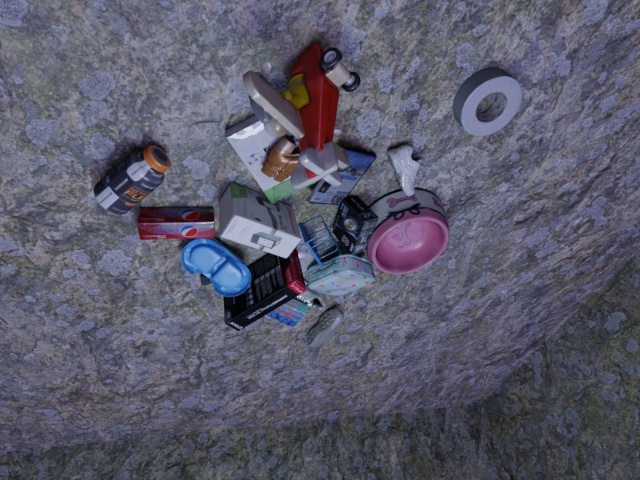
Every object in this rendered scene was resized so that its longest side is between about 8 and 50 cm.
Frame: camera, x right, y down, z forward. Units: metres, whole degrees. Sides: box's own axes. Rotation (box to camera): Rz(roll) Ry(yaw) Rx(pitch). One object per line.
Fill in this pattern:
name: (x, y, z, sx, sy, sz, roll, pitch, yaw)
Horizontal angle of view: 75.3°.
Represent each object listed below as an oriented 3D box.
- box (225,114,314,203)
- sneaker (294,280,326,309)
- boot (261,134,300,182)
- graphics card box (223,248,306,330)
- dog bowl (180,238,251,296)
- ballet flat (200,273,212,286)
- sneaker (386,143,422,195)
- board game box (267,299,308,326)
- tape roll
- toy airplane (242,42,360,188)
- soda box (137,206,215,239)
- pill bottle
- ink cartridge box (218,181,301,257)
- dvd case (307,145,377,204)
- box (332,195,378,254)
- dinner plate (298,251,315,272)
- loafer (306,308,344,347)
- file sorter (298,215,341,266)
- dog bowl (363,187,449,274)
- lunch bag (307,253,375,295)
box: (-0.144, -0.293, 1.427, 0.232, 0.059, 0.322, -24, 134, 8)
sneaker: (-0.092, 0.245, 1.926, 0.291, 0.118, 0.110, 18, 128, -28)
boot: (-0.089, -0.248, 1.398, 0.197, 0.073, 0.152, 29, 119, -23)
graphics card box: (-0.244, 0.193, 1.747, 0.370, 0.233, 0.094, -32, 135, 14)
dog bowl: (-0.412, 0.098, 1.661, 0.297, 0.074, 0.166, 41, 101, -21)
ballet flat: (-0.418, 0.140, 1.765, 0.203, 0.074, 0.074, -16, 136, 6)
sneaker: (0.338, -0.264, 1.572, 0.115, 0.090, 0.232, -27, 136, 6)
board game box: (-0.164, 0.327, 1.947, 0.160, 0.047, 0.210, 26, 146, -6)
tape roll: (0.578, -0.477, 1.442, 0.218, 0.072, 0.219, -9, 135, -9)
toy airplane: (-0.051, -0.327, 1.189, 0.272, 0.384, 0.387, 0, 122, 32)
soda box: (-0.521, -0.063, 1.516, 0.262, 0.092, 0.084, -2, 135, -14)
pill bottle: (-0.597, -0.200, 1.334, 0.245, 0.131, 0.130, -34, 133, 17)
ink cartridge box: (-0.223, -0.072, 1.518, 0.272, 0.199, 0.115, 20, 124, -32)
dvd case: (0.079, -0.230, 1.533, 0.180, 0.022, 0.253, -1, 138, -46)
box: (0.135, -0.060, 1.657, 0.077, 0.147, 0.180, -16, 141, -33)
dinner plate: (-0.093, 0.108, 1.862, 0.141, 0.017, 0.141, -9, 135, -9)
loafer: (0.040, 0.460, 2.186, 0.111, 0.112, 0.319, 9, 138, -30)
file sorter: (0.000, 0.000, 1.713, 0.104, 0.118, 0.170, -27, 135, 5)
dog bowl: (0.361, -0.018, 1.774, 0.407, 0.151, 0.408, -9, 135, -9)
lunch bag: (0.089, 0.150, 1.836, 0.279, 0.108, 0.224, -27, 144, 36)
